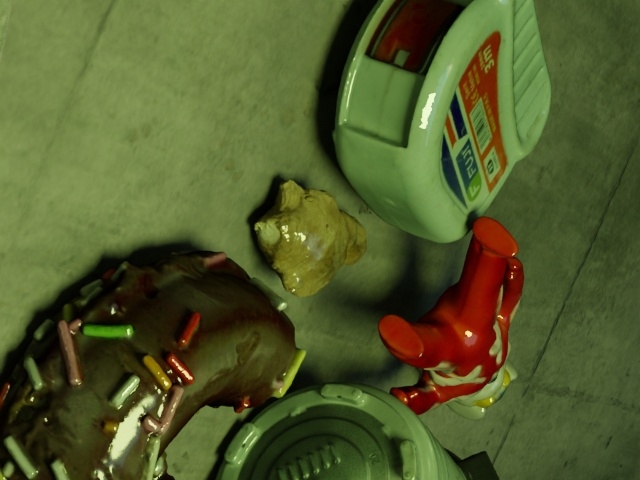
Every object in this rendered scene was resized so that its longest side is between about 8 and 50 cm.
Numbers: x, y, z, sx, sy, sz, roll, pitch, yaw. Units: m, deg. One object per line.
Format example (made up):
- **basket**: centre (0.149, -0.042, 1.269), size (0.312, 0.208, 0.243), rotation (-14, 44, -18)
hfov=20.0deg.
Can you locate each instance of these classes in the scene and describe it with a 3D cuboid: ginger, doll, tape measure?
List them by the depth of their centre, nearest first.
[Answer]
- **ginger**: centre (-0.001, 0.008, 1.624), size (0.165, 0.067, 0.096), rotation (25, 69, -59)
- **tape measure**: centre (0.106, -0.139, 1.628), size (0.246, 0.125, 0.243), rotation (-53, 147, -21)
- **doll**: centre (0.136, 0.099, 1.779), size (0.188, 0.099, 0.384), rotation (-47, 164, -6)

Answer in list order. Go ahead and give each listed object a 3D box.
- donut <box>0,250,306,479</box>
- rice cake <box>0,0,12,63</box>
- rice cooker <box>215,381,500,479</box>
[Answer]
- **donut**: centre (-0.153, 0.173, 1.454), size (0.259, 0.136, 0.345), rotation (6, 105, -61)
- **rice cake**: centre (-0.251, -0.119, 1.168), size (0.106, 0.050, 0.298), rotation (-12, 122, -53)
- **rice cooker**: centre (0.033, 0.269, 1.707), size (0.280, 0.241, 0.227), rotation (-31, 142, 6)
